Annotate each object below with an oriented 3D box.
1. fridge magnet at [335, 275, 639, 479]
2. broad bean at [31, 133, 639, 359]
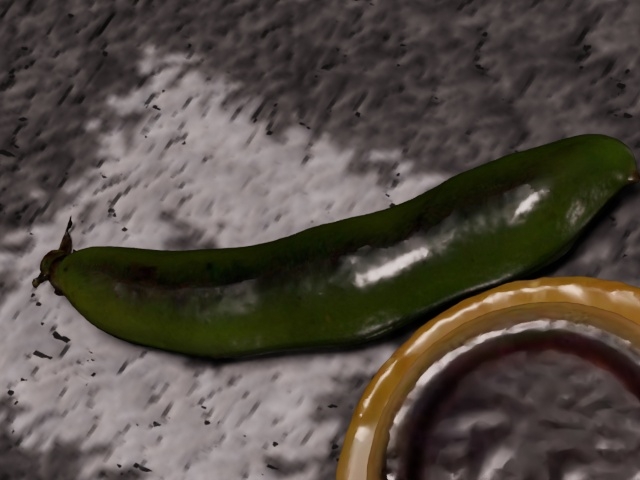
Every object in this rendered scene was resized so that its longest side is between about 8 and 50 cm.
[{"bbox_3d":[0.071,0.076,0.563,0.143,0.063,0.143,-6,66,14],"label":"fridge magnet"},{"bbox_3d":[-0.001,0.005,0.639,0.227,0.039,0.069,-7,58,18],"label":"broad bean"}]
